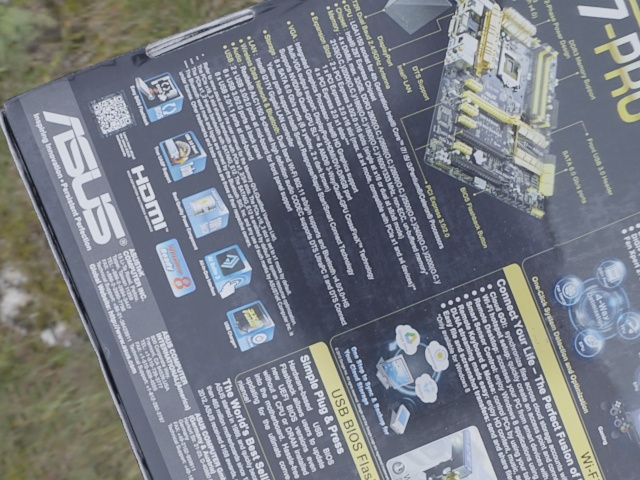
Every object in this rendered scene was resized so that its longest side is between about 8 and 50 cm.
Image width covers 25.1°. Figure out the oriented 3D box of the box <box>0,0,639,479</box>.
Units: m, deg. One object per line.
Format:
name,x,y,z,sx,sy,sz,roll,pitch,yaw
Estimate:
box,0.062,0.060,0.710,0.318,0.097,0.395,-22,92,-3
